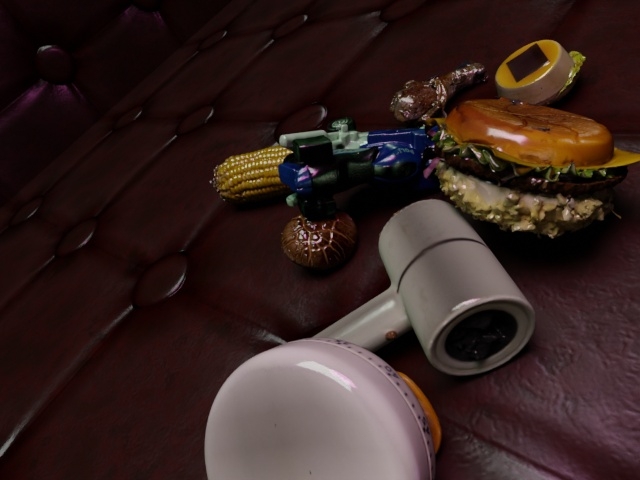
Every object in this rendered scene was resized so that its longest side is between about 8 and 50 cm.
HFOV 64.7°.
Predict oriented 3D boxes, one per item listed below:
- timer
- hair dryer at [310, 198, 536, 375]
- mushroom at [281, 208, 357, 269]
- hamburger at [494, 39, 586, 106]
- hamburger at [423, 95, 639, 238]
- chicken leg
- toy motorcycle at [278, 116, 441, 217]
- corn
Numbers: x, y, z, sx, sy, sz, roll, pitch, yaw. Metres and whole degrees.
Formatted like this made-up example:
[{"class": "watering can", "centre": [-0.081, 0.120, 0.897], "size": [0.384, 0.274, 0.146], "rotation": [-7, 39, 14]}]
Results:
[{"class": "timer", "centre": [-0.013, 0.217, 0.483], "size": [0.234, 0.240, 0.233], "rotation": [1, 91, 27]}, {"class": "hair dryer", "centre": [0.062, 0.116, 0.647], "size": [0.362, 0.128, 0.203], "rotation": [-35, 37, 13]}, {"class": "mushroom", "centre": [-0.002, -0.006, 0.833], "size": [0.126, 0.085, 0.109], "rotation": [-39, 35, -22]}, {"class": "hamburger", "centre": [0.368, -0.275, 0.851], "size": [0.141, 0.081, 0.126], "rotation": [-40, 34, 13]}, {"class": "hamburger", "centre": [0.252, -0.097, 0.651], "size": [0.243, 0.138, 0.261], "rotation": [1, 29, -10]}, {"class": "chicken leg", "centre": [0.222, -0.282, 0.978], "size": [0.125, 0.080, 0.196], "rotation": [27, 60, 38]}, {"class": "toy motorcycle", "centre": [0.099, -0.132, 0.827], "size": [0.331, 0.125, 0.196], "rotation": [-13, 28, -15]}, {"class": "corn", "centre": [-0.087, -0.140, 1.021], "size": [0.318, 0.115, 0.115], "rotation": [-10, 44, 28]}]
